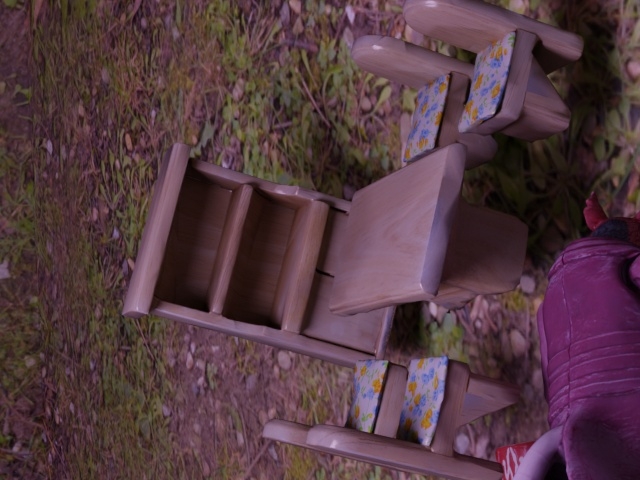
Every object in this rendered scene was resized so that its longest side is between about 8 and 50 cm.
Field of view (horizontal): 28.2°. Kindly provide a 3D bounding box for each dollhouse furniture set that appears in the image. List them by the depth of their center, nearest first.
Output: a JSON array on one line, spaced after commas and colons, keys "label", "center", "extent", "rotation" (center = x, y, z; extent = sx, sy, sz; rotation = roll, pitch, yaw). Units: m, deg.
[{"label": "dollhouse furniture set", "center": [0.000, 0.000, 1.114], "extent": [0.394, 0.256, 0.362], "rotation": [157, 128, -71]}]

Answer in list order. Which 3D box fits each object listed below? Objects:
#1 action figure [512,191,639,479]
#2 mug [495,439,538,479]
[{"label": "action figure", "center": [0.195, 0.117, 0.896], "extent": [0.248, 0.276, 0.370], "rotation": [-41, 40, 48]}, {"label": "mug", "center": [0.197, 0.256, 1.089], "extent": [0.150, 0.113, 0.169], "rotation": [-27, 69, 56]}]
